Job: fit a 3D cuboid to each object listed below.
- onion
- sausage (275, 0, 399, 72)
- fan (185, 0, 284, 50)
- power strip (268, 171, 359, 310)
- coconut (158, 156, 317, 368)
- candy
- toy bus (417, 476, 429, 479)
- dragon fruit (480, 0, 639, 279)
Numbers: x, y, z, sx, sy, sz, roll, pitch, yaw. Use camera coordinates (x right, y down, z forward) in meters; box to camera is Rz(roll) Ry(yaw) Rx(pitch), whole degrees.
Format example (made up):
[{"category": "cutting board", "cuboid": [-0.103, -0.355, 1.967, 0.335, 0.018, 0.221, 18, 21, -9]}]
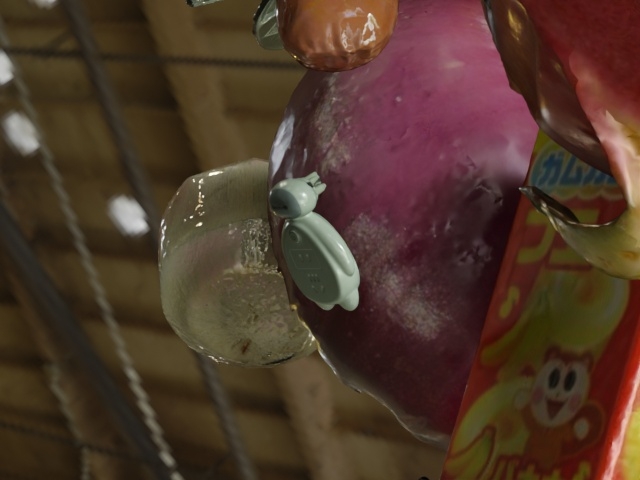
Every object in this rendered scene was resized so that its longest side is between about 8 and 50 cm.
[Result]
[{"category": "onion", "cuboid": [0.150, -0.015, 1.224, 0.345, 0.358, 0.358, -14, -69, 52]}, {"category": "sausage", "cuboid": [0.012, -0.183, 1.136, 0.077, 0.194, 0.077, 0, -40, 0]}, {"category": "fan", "cuboid": [-0.005, -0.209, 1.486, 0.012, 0.294, 0.223, 54, -23, 10]}, {"category": "power strip", "cuboid": [0.000, 0.000, 1.027, 0.055, 0.035, 0.083, -2, -63, 52]}, {"category": "coconut", "cuboid": [-0.055, 0.015, 1.523, 0.171, 0.183, 0.171, 0, -58, 0]}, {"category": "candy", "cuboid": [0.157, 0.055, 0.960, 0.088, 0.276, 0.146, 22, -9, -28]}, {"category": "toy bus", "cuboid": [0.209, 0.290, 1.067, 0.386, 0.162, 0.171, 14, -58, 8]}, {"category": "dragon fruit", "cuboid": [0.130, -0.135, 0.631, 0.290, 0.189, 0.290, -19, 90, -90]}]
